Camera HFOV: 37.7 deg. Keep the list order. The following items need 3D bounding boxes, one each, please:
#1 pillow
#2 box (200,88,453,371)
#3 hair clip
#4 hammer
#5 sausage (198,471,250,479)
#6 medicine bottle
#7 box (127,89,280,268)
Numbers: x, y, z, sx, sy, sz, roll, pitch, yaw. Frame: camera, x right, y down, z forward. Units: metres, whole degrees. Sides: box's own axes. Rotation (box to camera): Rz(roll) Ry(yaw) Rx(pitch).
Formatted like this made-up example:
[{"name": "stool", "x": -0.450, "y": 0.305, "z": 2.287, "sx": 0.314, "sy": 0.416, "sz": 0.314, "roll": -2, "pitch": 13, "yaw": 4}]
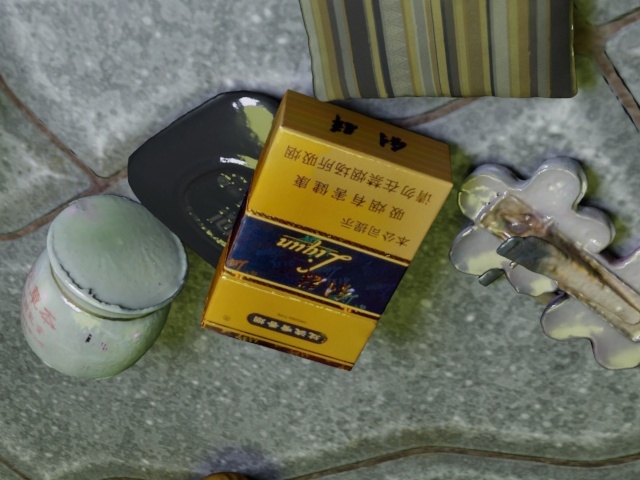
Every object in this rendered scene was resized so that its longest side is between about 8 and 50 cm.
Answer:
[{"name": "pillow", "x": 0.079, "y": -0.194, "z": 0.683, "sx": 0.212, "sy": 0.052, "sz": 0.208, "roll": 1, "pitch": 130, "yaw": 15}, {"name": "box", "x": 0.000, "y": 0.000, "z": 0.831, "sx": 0.152, "sy": 0.070, "sz": 0.237, "roll": 18, "pitch": 125, "yaw": -10}, {"name": "hair clip", "x": 0.227, "y": 0.023, "z": 0.830, "sx": 0.257, "sy": 0.075, "sz": 0.146, "roll": 32, "pitch": 117, "yaw": -20}, {"name": "hammer", "x": 0.249, "y": 0.071, "z": 0.904, "sx": 0.199, "sy": 0.013, "sz": 0.062, "roll": 32, "pitch": 134, "yaw": -12}, {"name": "sausage", "x": -0.153, "y": 0.415, "z": 1.302, "sx": 0.134, "sy": 0.116, "sz": 0.354, "roll": 39, "pitch": 131, "yaw": 1}, {"name": "medicine bottle", "x": -0.221, "y": 0.048, "z": 0.950, "sx": 0.147, "sy": 0.147, "sz": 0.143, "roll": 28, "pitch": 133, "yaw": -8}, {"name": "box", "x": -0.061, "y": -0.039, "z": 0.885, "sx": 0.201, "sy": 0.042, "sz": 0.212, "roll": -27, "pitch": 119, "yaw": 36}]
